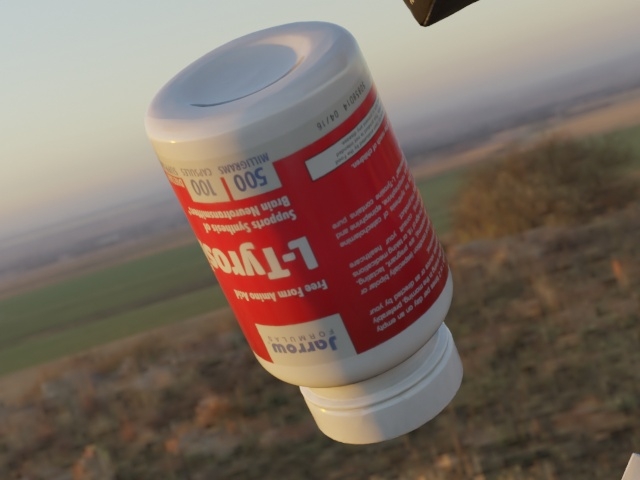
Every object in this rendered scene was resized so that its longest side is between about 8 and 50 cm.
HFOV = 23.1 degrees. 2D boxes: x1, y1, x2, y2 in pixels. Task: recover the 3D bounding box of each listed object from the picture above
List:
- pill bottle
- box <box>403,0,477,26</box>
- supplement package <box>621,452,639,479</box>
[{"bbox_3d":[0.000,0.000,1.609,0.229,0.407,0.229,-19,26,10],"label":"pill bottle"},{"bbox_3d":[0.187,-0.538,1.445,0.480,0.471,0.297,-29,-10,-16],"label":"box"},{"bbox_3d":[0.451,0.349,1.733,0.244,0.134,0.139,17,-10,38],"label":"supplement package"}]
